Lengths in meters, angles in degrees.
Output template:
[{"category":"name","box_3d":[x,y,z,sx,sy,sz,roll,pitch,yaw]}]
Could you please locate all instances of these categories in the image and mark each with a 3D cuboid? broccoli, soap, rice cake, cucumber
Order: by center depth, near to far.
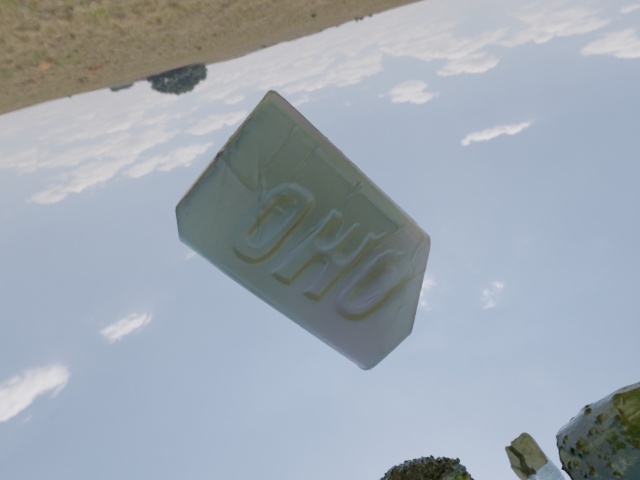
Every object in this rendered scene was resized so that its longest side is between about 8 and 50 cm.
[{"category":"soap","box_3d":[0.000,0.000,0.466,0.173,0.289,0.095,-46,-159,12]},{"category":"cucumber","box_3d":[0.467,0.275,0.612,0.134,0.245,0.134,11,-145,-8]},{"category":"rice cake","box_3d":[0.431,0.451,0.816,0.063,0.336,0.066,-37,-140,10]},{"category":"broccoli","box_3d":[0.197,0.566,0.818,0.262,0.247,0.244,-35,-121,15]}]
